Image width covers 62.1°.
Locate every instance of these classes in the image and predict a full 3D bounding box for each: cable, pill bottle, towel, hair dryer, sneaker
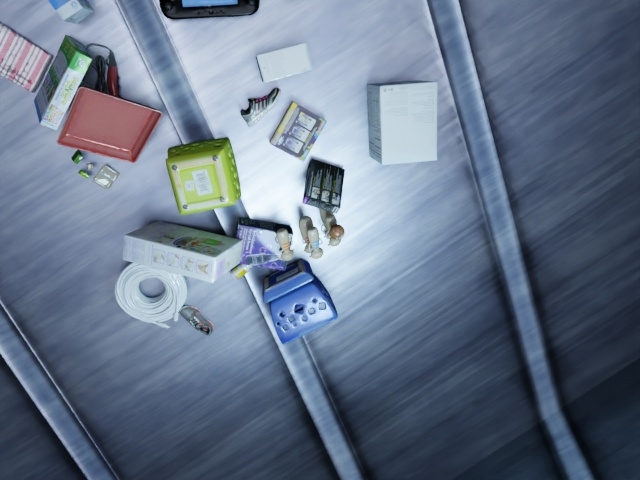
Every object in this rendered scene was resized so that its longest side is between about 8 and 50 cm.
[{"bbox_3d":[-0.628,0.181,1.983,0.257,0.089,0.257,20,104,-13],"label":"cable"},{"bbox_3d":[-0.301,0.112,2.031,0.083,0.043,0.043,-36,110,5],"label":"pill bottle"},{"bbox_3d":[-0.984,-0.590,1.707,0.197,0.029,0.144,31,101,-19],"label":"towel"},{"bbox_3d":[-0.687,-0.484,1.756,0.294,0.080,0.223,35,100,-18],"label":"hair dryer"},{"bbox_3d":[-0.211,-0.474,1.838,0.170,0.063,0.075,-43,115,12],"label":"sneaker"},{"bbox_3d":[-0.477,0.313,2.060,0.158,0.065,0.061,38,99,-18],"label":"sneaker"}]

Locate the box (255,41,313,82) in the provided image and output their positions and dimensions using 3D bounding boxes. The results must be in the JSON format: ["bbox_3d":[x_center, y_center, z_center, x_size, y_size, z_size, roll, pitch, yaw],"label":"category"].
[{"bbox_3d":[-0.122,-0.594,1.776,0.171,0.130,0.091,-15,109,-3],"label":"box"}]

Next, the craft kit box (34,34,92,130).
[{"bbox_3d":[-0.804,-0.494,1.649,0.061,0.250,0.246,20,107,-39],"label":"craft kit box"}]

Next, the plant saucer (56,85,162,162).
[{"bbox_3d":[-0.684,-0.379,1.724,0.259,0.047,0.259,12,140,-36],"label":"plant saucer"}]

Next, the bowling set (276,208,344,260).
[{"bbox_3d":[0.000,0.000,1.900,0.287,0.200,0.154,-31,127,-29],"label":"bowling set"}]

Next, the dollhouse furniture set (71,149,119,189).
[{"bbox_3d":[-0.788,-0.248,1.850,0.152,0.058,0.076,36,93,-37],"label":"dollhouse furniture set"}]

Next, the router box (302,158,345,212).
[{"bbox_3d":[0.013,-0.197,1.914,0.133,0.178,0.046,17,147,-13],"label":"router box"}]

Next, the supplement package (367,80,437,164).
[{"bbox_3d":[0.282,-0.416,1.859,0.199,0.198,0.262,-6,109,-7],"label":"supplement package"}]

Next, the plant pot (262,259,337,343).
[{"bbox_3d":[-0.091,0.215,2.003,0.236,0.236,0.212,-26,104,1],"label":"plant pot"}]

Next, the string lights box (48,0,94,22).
[{"bbox_3d":[-0.815,-0.796,1.604,0.077,0.133,0.259,-32,110,3],"label":"string lights box"}]

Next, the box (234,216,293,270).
[{"bbox_3d":[-0.217,0.012,1.976,0.207,0.108,0.153,8,106,-11],"label":"box"}]

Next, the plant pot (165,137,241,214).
[{"bbox_3d":[-0.401,-0.215,1.822,0.227,0.207,0.228,-11,109,-4],"label":"plant pot"}]

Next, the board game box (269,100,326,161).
[{"bbox_3d":[-0.081,-0.387,1.896,0.141,0.048,0.170,28,102,-14],"label":"board game box"}]

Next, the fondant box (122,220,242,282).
[{"bbox_3d":[-0.467,0.032,1.823,0.331,0.238,0.096,12,106,11],"label":"fondant box"}]

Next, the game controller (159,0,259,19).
[{"bbox_3d":[-0.358,-0.803,1.706,0.319,0.067,0.166,-6,109,-7],"label":"game controller"}]
